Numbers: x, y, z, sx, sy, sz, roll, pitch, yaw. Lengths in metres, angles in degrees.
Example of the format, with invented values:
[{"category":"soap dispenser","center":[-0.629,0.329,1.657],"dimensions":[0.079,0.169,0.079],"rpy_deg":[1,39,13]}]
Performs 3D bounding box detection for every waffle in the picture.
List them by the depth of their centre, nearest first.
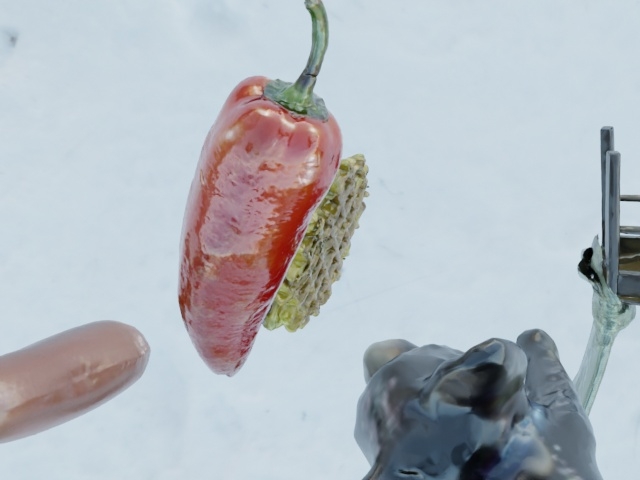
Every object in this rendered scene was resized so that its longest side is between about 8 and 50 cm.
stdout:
[{"category":"waffle","center":[0.000,0.000,1.307],"dimensions":[0.051,0.231,0.228],"rpy_deg":[19,109,15]}]

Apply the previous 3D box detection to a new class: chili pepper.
[{"category":"chili pepper","center":[-0.038,-0.011,0.562],"dimensions":[0.071,0.063,0.272],"rpy_deg":[10,130,-13]}]

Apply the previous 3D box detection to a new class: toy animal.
[{"category":"toy animal","center":[0.130,0.184,0.723],"dimensions":[0.194,0.303,0.344],"rpy_deg":[-52,52,14]}]

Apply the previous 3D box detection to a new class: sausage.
[{"category":"sausage","center":[-0.215,0.113,0.841],"dimensions":[0.077,0.194,0.077],"rpy_deg":[11,110,34]}]

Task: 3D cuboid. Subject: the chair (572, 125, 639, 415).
[{"category":"chair","center":[0.358,0.051,1.096],"dimensions":[0.186,0.160,0.319],"rpy_deg":[4,109,12]}]
